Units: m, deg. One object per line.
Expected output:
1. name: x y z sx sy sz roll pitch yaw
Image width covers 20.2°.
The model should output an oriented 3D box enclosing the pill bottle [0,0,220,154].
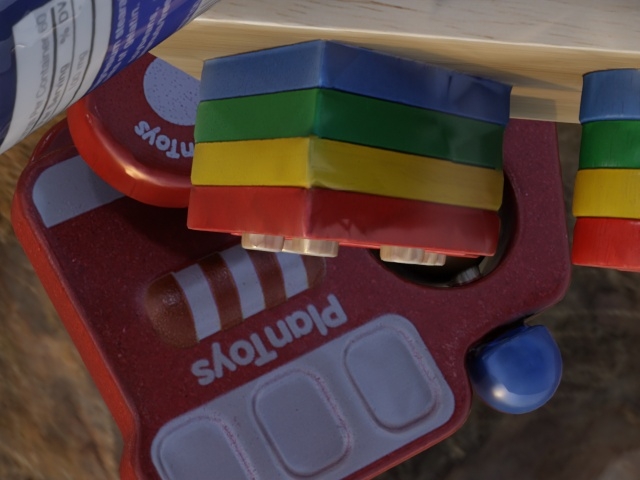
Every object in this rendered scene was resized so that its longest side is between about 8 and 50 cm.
1. pill bottle: -0.096 -0.071 0.403 0.187 0.112 0.112 -41 124 -39

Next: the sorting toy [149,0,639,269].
1. sorting toy: 0.068 -0.033 0.628 0.257 0.255 0.089 5 90 7

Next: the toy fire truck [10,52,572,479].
1. toy fire truck: 0.000 0.000 0.923 0.302 0.169 0.254 -23 80 -26
